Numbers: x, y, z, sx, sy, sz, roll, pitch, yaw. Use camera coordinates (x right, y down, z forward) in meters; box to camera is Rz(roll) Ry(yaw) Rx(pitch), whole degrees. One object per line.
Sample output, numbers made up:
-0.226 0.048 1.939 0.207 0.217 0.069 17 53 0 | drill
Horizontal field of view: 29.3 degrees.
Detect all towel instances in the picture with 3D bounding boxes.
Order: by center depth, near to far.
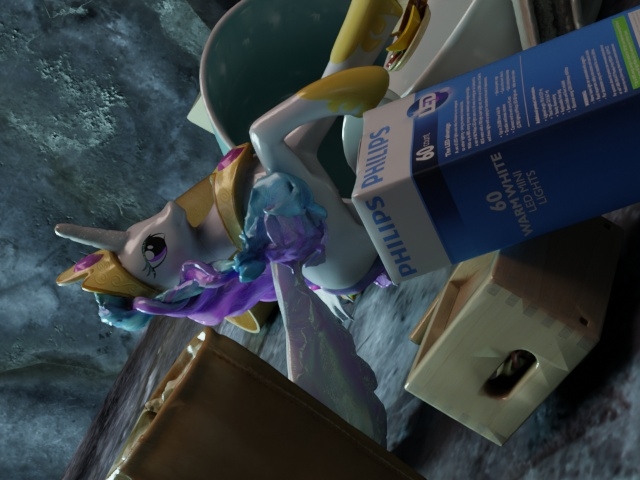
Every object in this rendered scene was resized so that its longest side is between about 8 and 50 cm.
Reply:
0.180 -0.198 0.984 0.049 0.282 0.187 -13 24 9 | towel

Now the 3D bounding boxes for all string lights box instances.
0.155 -0.074 0.804 0.259 0.077 0.133 -20 27 17 | string lights box

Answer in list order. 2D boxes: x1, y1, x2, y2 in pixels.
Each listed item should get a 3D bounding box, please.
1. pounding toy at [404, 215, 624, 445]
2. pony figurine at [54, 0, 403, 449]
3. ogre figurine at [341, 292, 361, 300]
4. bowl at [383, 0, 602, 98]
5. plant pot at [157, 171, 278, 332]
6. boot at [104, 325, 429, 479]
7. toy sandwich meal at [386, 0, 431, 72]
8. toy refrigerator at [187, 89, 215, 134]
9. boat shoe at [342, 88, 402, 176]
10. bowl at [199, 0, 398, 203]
0.142 0.045 0.902 0.181 0.094 0.206 -58 2 41 | pounding toy
0.000 0.000 1.065 0.363 0.351 0.303 -39 36 11 | pony figurine
0.013 0.012 1.483 0.197 0.097 0.118 -12 35 11 | ogre figurine
0.186 -0.231 1.222 0.298 0.134 0.298 -58 13 21 | bowl
-0.105 -0.028 1.880 0.254 0.237 0.237 -49 8 -15 | plant pot
-0.004 0.190 0.723 0.236 0.269 0.089 -54 12 31 | boot
0.081 -0.207 1.215 0.086 0.029 0.085 -59 12 20 | toy sandwich meal
-0.031 -0.153 1.642 0.094 0.269 0.102 -66 11 -24 | toy refrigerator
0.076 -0.080 1.195 0.077 0.219 0.070 -13 48 15 | boat shoe
0.012 -0.130 1.400 0.163 0.311 0.312 107 -177 -57 | bowl
